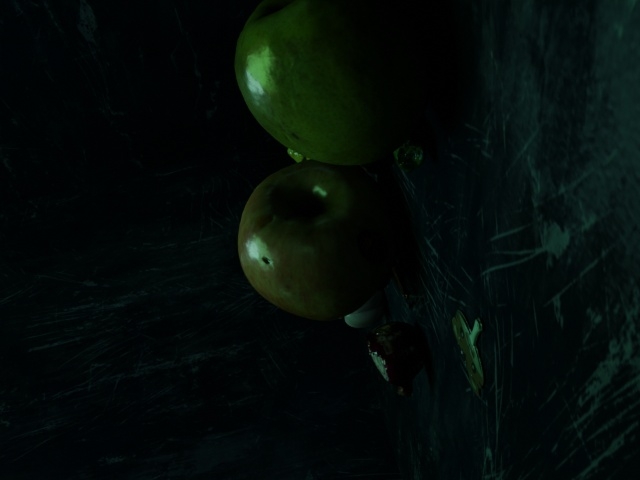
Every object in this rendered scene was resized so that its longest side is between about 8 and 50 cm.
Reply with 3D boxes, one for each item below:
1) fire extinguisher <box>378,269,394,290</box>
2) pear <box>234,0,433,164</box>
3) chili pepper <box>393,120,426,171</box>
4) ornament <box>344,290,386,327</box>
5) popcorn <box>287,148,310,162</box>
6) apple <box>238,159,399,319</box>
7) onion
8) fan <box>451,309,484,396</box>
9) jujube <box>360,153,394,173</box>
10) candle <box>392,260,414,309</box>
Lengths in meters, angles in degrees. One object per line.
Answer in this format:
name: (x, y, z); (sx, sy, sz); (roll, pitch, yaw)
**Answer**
fire extinguisher: (0.128, 0.039, 2.107); (0.135, 0.114, 0.337); (31, -169, -17)
pear: (0.026, -0.252, 1.092); (0.304, 0.304, 0.304); (166, 90, -87)
chili pepper: (0.143, -0.188, 1.300); (0.224, 0.061, 0.098); (-104, 15, -67)
ornament: (0.121, 0.191, 2.339); (0.177, 0.177, 0.177); (166, 90, -87)
popcorn: (-0.028, -0.355, 2.388); (0.226, 0.200, 0.203); (-61, -21, -17)
apple: (0.000, 0.000, 1.744); (0.346, 0.391, 0.391); (77, 177, -52)
onion: (0.204, 0.291, 1.818); (0.198, 0.135, 0.173); (61, 180, -22)
fan: (0.262, 0.180, 1.273); (0.226, 0.008, 0.152); (81, 175, -66)
jujube: (0.071, -0.247, 1.511); (0.236, 0.168, 0.168); (57, 172, 14)
candle: (0.204, 0.107, 1.830); (0.026, 0.021, 0.167); (65, -175, -48)
